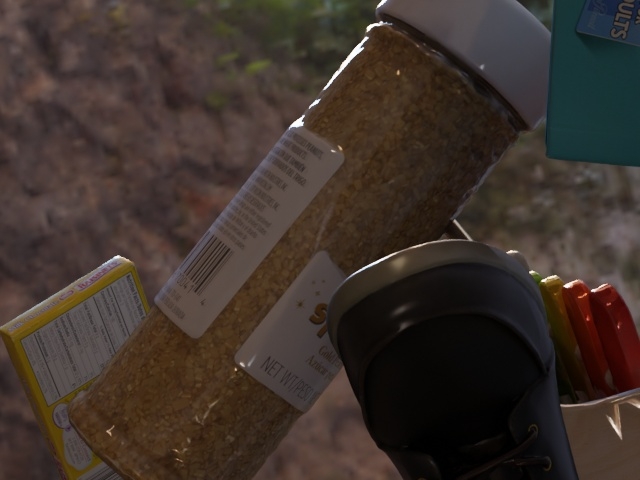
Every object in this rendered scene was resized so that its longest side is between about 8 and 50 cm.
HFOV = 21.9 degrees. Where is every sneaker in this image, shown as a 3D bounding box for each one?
[{"bbox_3d":[0.072,0.093,0.652,0.222,0.083,0.118,58,-168,-54],"label":"sneaker"}]

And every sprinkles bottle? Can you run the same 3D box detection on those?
[{"bbox_3d":[0.000,0.000,0.995,0.121,0.355,0.121,38,178,1],"label":"sprinkles bottle"}]

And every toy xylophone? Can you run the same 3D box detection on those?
[{"bbox_3d":[0.145,0.079,1.035,0.322,0.081,0.236,-125,13,-64],"label":"toy xylophone"}]

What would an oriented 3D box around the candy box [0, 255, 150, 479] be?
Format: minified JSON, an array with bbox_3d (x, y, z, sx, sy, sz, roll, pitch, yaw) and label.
[{"bbox_3d":[-0.154,0.121,1.204,0.027,0.105,0.206,24,139,45],"label":"candy box"}]

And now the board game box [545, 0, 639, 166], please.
[{"bbox_3d":[0.164,-0.232,0.739,0.254,0.079,0.336,-56,-31,-62],"label":"board game box"}]
